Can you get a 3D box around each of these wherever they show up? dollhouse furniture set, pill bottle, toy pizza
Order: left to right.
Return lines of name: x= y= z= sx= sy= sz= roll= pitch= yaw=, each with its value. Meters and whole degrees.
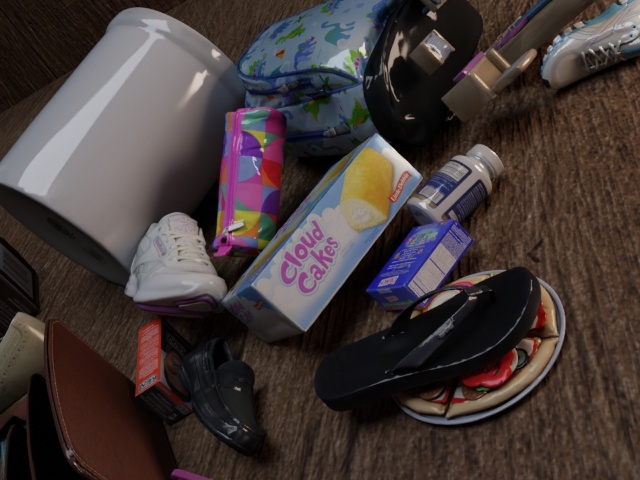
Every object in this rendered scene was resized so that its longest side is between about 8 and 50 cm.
pill bottle: x=0.172 y=-0.064 z=0.961 sx=0.120 sy=0.067 sz=0.067 roll=-43 pitch=31 yaw=-10
toy pizza: x=0.153 y=0.101 z=0.793 sx=0.201 sy=0.032 sz=0.201 roll=-26 pitch=33 yaw=18
dollhouse furniture set: x=0.210 y=-0.384 z=1.034 sx=0.286 sy=0.303 sz=0.198 roll=-47 pitch=4 yaw=-36

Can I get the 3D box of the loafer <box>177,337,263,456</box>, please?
loafer: x=-0.114 y=0.180 z=0.920 sx=0.078 sy=0.076 sz=0.223 roll=-48 pitch=28 yaw=-3

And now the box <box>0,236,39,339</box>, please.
box: x=-0.759 y=0.178 z=1.533 sx=0.381 sy=0.143 sz=0.191 roll=-37 pitch=31 yaw=-2

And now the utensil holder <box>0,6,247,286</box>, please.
utensil holder: x=-0.343 y=-0.158 z=1.352 sx=0.328 sy=0.327 sz=0.385 roll=7 pitch=57 yaw=50

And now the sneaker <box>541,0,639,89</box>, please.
sneaker: x=0.383 y=-0.260 z=1.009 sx=0.191 sy=0.071 sz=0.083 roll=-36 pitch=40 yaw=7

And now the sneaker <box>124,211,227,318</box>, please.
sneaker: x=-0.216 y=0.032 z=1.111 sx=0.305 sy=0.114 sz=0.152 roll=7 pitch=85 yaw=62

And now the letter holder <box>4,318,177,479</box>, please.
letter holder: x=-0.285 y=0.251 z=0.864 sx=0.152 sy=0.214 sz=0.302 roll=-40 pitch=31 yaw=-4

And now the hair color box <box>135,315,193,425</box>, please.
hair color box: x=-0.211 y=0.174 z=1.033 sx=0.043 sy=0.072 sz=0.141 roll=-33 pitch=32 yaw=10

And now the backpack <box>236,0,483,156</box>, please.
backpack: x=0.037 y=-0.266 z=1.233 sx=0.356 sy=0.273 sz=0.290 roll=-17 pitch=40 yaw=56

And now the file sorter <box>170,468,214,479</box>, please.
file sorter: x=-0.086 y=0.346 z=0.552 sx=0.182 sy=0.202 sz=0.290 roll=-5 pitch=44 yaw=47

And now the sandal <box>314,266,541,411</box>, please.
sandal: x=0.101 y=0.098 z=0.762 sx=0.255 sy=0.054 sz=0.097 roll=-29 pitch=31 yaw=14

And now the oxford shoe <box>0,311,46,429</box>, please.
oxford shoe: x=-0.551 y=0.245 z=1.197 sx=0.397 sy=0.146 sz=0.140 roll=-36 pitch=22 yaw=11

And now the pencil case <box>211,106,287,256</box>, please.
pencil case: x=-0.107 y=-0.084 z=1.153 sx=0.105 sy=0.104 sz=0.236 roll=-5 pitch=77 yaw=42

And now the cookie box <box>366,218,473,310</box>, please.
cookie box: x=0.115 y=0.030 z=0.896 sx=0.107 sy=0.040 sz=0.092 roll=-50 pitch=14 yaw=-21

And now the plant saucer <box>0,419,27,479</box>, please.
plant saucer: x=-0.439 y=0.326 z=1.120 sx=0.067 sy=0.018 sz=0.192 roll=-42 pitch=32 yaw=-6

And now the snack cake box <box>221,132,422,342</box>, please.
snack cake box: x=0.000 y=0.000 z=0.983 sx=0.264 sy=0.089 sz=0.152 roll=-52 pitch=10 yaw=-23
